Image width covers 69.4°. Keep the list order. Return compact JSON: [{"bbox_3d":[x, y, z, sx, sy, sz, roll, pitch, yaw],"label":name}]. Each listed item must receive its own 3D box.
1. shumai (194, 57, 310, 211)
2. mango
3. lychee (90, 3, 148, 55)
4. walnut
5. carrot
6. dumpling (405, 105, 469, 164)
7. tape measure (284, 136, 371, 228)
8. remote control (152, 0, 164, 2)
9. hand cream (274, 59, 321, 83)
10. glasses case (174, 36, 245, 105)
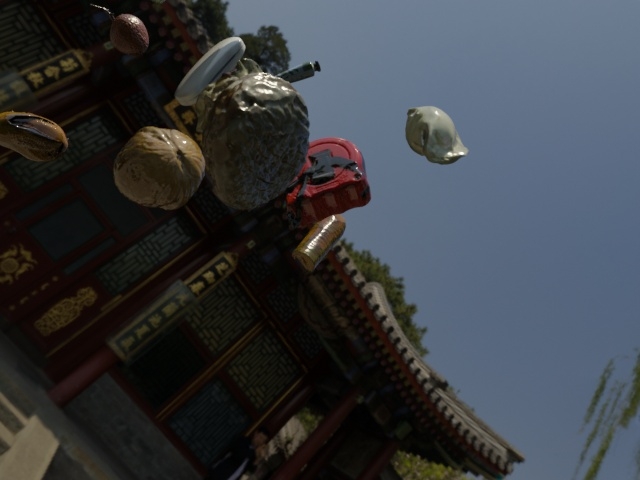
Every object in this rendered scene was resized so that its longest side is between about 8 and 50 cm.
[{"bbox_3d":[-0.099,-0.141,0.592,0.153,0.161,0.209,48,5,17],"label":"shumai"},{"bbox_3d":[-0.984,-0.349,1.553,0.151,0.249,0.156,22,-80,31],"label":"mango"},{"bbox_3d":[-0.535,-0.578,1.274,0.114,0.101,0.140,-154,-141,-84],"label":"lychee"},{"bbox_3d":[-0.577,-0.252,1.651,0.333,0.333,0.333,36,-30,24],"label":"walnut"},{"bbox_3d":[0.000,0.000,1.732,0.114,0.302,0.114,17,-50,21],"label":"carrot"},{"bbox_3d":[0.248,-0.220,0.964,0.169,0.134,0.100,-115,-141,-64],"label":"dumpling"},{"bbox_3d":[0.008,-0.176,1.314,0.114,0.253,0.260,64,11,-52],"label":"tape measure"},{"bbox_3d":[-0.417,-0.671,0.978,0.050,0.145,0.344,22,-5,19],"label":"remote control"},{"bbox_3d":[-0.122,-0.582,1.663,0.088,0.256,0.055,-116,-177,-71],"label":"hand cream"},{"bbox_3d":[-0.223,-0.346,0.941,0.074,0.193,0.049,10,-30,39],"label":"glasses case"}]
